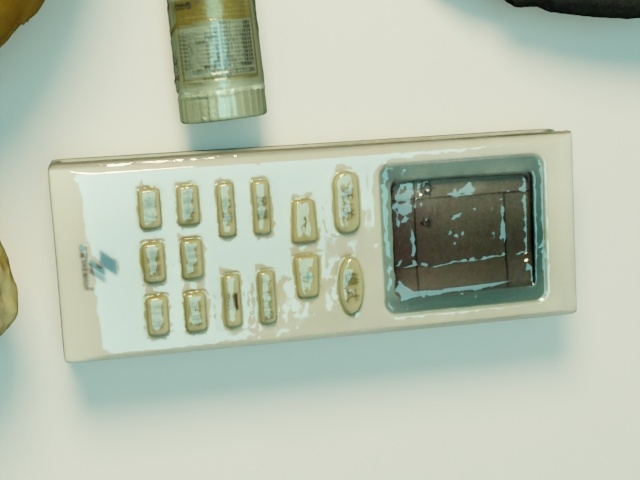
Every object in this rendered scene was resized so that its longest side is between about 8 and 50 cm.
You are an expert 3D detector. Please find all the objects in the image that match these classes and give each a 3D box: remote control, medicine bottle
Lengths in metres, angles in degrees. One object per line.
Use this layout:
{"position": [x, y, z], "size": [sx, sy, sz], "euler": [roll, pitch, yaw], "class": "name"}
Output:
{"position": [0.000, 0.000, 0.662], "size": [0.277, 0.055, 0.103], "euler": [-5, 98, -11], "class": "remote control"}
{"position": [-0.055, -0.104, 0.644], "size": [0.047, 0.047, 0.083], "euler": [-8, 99, -10], "class": "medicine bottle"}

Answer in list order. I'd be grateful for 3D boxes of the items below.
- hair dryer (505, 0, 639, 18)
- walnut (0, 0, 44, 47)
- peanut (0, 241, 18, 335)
{"position": [0.170, -0.181, 0.668], "size": [0.272, 0.091, 0.235], "euler": [-6, 88, -7], "class": "hair dryer"}
{"position": [-0.174, -0.171, 0.572], "size": [0.137, 0.137, 0.245], "euler": [16, 93, -13], "class": "walnut"}
{"position": [-0.260, -0.018, 0.574], "size": [0.257, 0.123, 0.123], "euler": [30, 90, -11], "class": "peanut"}
